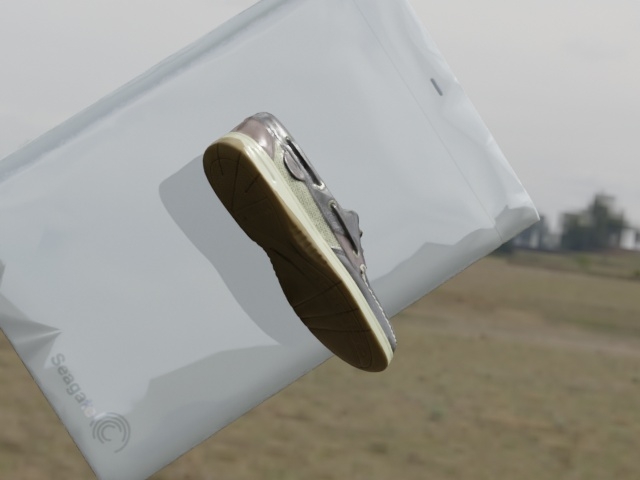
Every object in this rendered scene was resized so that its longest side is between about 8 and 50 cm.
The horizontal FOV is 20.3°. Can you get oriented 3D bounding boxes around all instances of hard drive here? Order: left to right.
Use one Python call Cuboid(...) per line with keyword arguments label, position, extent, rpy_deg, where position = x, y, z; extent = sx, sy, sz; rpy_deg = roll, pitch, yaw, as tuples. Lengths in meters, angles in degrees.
Cuboid(label="hard drive", position=(-0.049, -0.015, 1.065), extent=(0.307, 0.203, 0.040), rpy_deg=(-33, 4, -10))

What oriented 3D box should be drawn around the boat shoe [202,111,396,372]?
Cuboid(label="boat shoe", position=(0.000, 0.000, 0.930), extent=(0.056, 0.152, 0.049), rpy_deg=(-8, 31, 50))
